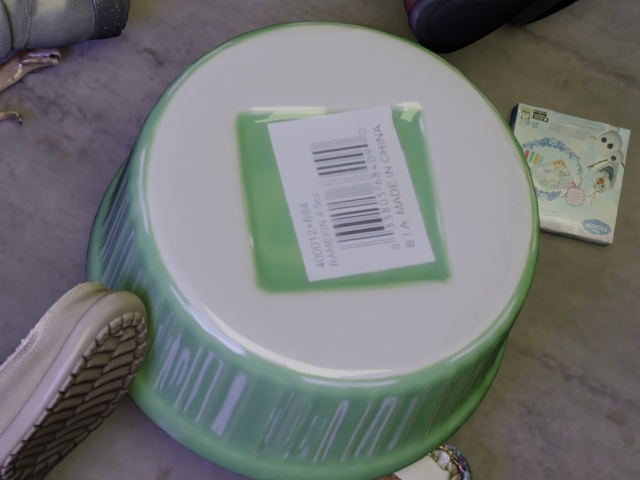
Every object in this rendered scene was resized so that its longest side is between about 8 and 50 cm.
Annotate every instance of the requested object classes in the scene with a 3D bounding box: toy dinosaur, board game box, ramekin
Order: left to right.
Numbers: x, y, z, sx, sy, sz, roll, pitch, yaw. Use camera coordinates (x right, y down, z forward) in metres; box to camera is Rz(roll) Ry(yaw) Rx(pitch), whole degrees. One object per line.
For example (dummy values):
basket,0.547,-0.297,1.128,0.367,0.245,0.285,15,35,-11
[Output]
toy dinosaur,-0.276,-0.107,1.348,0.183,0.053,0.092,2,64,-18
ramekin,0.000,0.000,1.285,0.303,0.148,0.303,5,64,-10
board game box,0.181,-0.049,1.430,0.090,0.020,0.090,13,77,-8

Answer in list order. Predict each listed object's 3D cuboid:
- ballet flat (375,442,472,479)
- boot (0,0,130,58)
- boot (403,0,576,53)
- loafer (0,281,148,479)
ballet flat,0.021,0.144,1.340,0.188,0.070,0.070,15,77,-7
boot,-0.242,-0.236,1.334,0.161,0.083,0.246,-16,80,-25
boot,0.079,-0.283,1.359,0.264,0.096,0.280,-26,86,-51
loafer,-0.212,0.116,1.232,0.092,0.102,0.268,47,114,17
